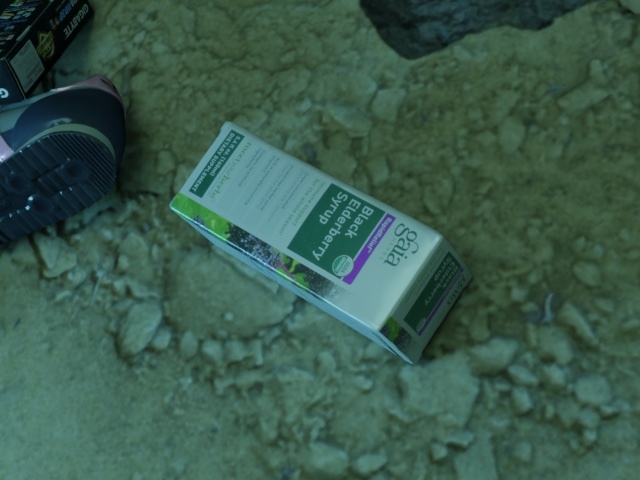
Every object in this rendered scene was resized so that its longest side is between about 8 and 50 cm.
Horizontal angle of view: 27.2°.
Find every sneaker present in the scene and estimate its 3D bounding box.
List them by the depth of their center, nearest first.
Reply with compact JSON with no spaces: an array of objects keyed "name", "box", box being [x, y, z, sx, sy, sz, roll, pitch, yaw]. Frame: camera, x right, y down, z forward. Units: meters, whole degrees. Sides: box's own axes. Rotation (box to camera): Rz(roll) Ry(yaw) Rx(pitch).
[{"name":"sneaker","box":[-0.322,-0.067,1.283,0.319,0.112,0.131,-15,40,20]}]

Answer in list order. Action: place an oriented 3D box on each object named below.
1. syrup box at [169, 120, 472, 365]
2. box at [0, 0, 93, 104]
[{"name":"syrup box","box":[0.000,0.000,1.103,0.237,0.096,0.093,30,82,31]},{"name":"box","box":[-0.360,-0.189,1.317,0.220,0.051,0.175,-6,35,21]}]
